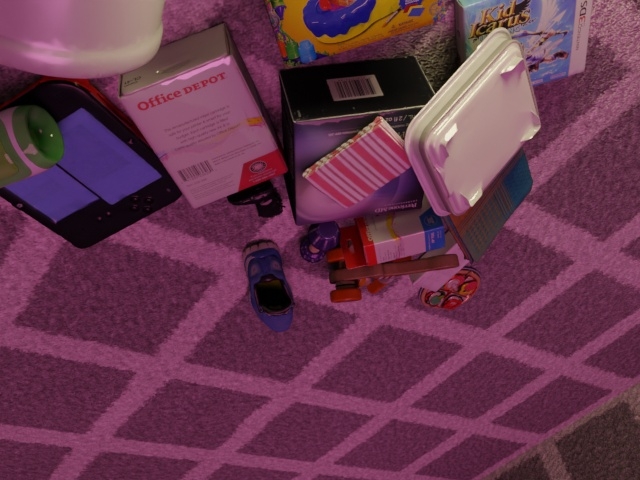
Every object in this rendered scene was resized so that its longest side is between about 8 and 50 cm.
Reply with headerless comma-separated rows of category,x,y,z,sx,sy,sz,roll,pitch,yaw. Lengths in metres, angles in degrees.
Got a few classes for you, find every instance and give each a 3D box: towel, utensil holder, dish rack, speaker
towel,0.081,-0.148,1.282,0.197,0.029,0.144,-33,136,23
utensil holder,-0.344,-0.469,0.850,0.327,0.328,0.386,5,133,-22
towel,0.361,-0.142,1.456,0.271,0.040,0.370,-51,137,-10
dish rack,0.327,-0.221,1.301,0.333,0.072,0.285,-47,137,-11
speaker,-0.632,-0.150,1.190,0.296,0.131,0.131,-17,139,11

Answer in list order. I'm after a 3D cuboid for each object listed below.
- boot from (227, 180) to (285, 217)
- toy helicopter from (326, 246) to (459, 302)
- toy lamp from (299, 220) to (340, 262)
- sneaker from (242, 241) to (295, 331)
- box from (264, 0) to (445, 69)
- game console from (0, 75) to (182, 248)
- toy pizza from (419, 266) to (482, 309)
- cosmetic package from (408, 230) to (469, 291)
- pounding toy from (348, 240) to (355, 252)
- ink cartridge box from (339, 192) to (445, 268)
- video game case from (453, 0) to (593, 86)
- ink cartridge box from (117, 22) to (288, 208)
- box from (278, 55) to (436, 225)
boot,-0.151,-0.090,1.538,0.121,0.045,0.099,-17,145,4
toy helicopter,0.198,0.083,1.743,0.354,0.140,0.235,-9,170,19
toy lamp,0.000,0.000,1.557,0.080,0.080,0.275,-9,171,-7
sneaker,-0.136,0.159,1.736,0.129,0.147,0.330,-14,140,-2
box,0.030,-0.481,1.059,0.289,0.177,0.279,-18,138,2
game console,-0.514,-0.148,1.347,0.342,0.060,0.386,-29,137,14
toy pizza,0.402,0.156,1.986,0.201,0.032,0.201,-9,139,-8
cosmetic package,0.361,0.043,1.826,0.098,0.060,0.239,17,129,-35
pounding toy,0.152,-0.055,1.630,0.206,0.094,0.181,-29,138,18
ink cartridge box,0.155,-0.029,1.483,0.230,0.134,0.078,-14,140,1
video game case,0.416,-0.423,1.329,0.269,0.061,0.244,-17,138,2
ink cartridge box,-0.223,-0.237,1.281,0.226,0.131,0.306,-19,136,5
box,0.074,-0.204,1.376,0.296,0.183,0.294,-9,140,-8
